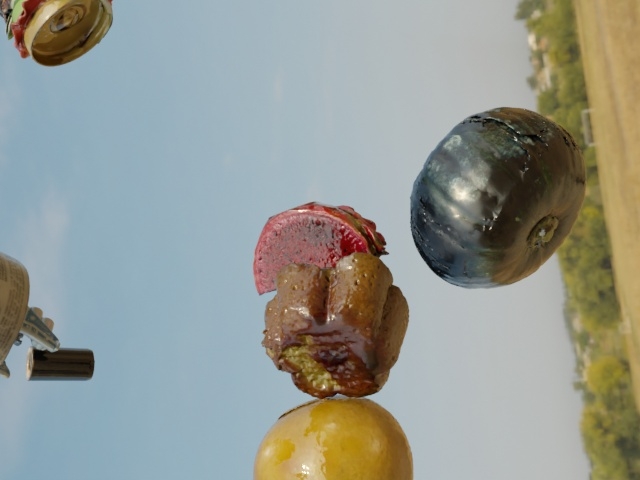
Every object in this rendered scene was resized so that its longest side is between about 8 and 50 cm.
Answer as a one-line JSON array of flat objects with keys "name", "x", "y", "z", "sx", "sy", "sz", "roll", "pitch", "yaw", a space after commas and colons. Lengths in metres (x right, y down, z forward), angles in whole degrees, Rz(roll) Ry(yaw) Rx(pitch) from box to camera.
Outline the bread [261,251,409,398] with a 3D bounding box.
[{"name": "bread", "x": 0.020, "y": 0.142, "z": 1.372, "sx": 0.135, "sy": 0.232, "sz": 0.246, "roll": -79, "pitch": -24, "yaw": -48}]

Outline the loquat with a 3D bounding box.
[{"name": "loquat", "x": 0.022, "y": 0.374, "z": 1.431, "sx": 0.263, "sy": 0.263, "sz": 0.263, "roll": -8, "pitch": -90, "yaw": -74}]

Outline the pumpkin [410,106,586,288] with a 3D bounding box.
[{"name": "pumpkin", "x": 0.211, "y": -0.046, "z": 1.048, "sx": 0.233, "sy": 0.163, "sz": 0.233, "roll": -36, "pitch": -32, "yaw": -26}]

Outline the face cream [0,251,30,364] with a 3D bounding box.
[{"name": "face cream", "x": -0.621, "y": 0.101, "z": 1.392, "sx": 0.225, "sy": 0.249, "sz": 0.249, "roll": 34, "pitch": -133, "yaw": -42}]

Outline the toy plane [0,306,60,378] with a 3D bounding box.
[{"name": "toy plane", "x": -0.615, "y": 0.146, "z": 1.641, "sx": 0.267, "sy": 0.122, "sz": 0.267, "roll": 35, "pitch": -155, "yaw": -19}]

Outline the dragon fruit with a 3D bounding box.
[{"name": "dragon fruit", "x": 0.000, "y": 0.000, "z": 1.577, "sx": 0.189, "sy": 0.262, "sz": 0.163, "roll": 55, "pitch": -145, "yaw": -33}]

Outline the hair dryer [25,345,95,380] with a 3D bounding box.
[{"name": "hair dryer", "x": -0.562, "y": 0.265, "z": 1.846, "sx": 0.255, "sy": 0.128, "sz": 0.070, "roll": 158, "pitch": 114, "yaw": -63}]

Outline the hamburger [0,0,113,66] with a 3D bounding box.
[{"name": "hamburger", "x": -0.401, "y": -0.353, "z": 1.293, "sx": 0.137, "sy": 0.175, "sz": 0.175, "roll": 52, "pitch": -169, "yaw": 13}]
